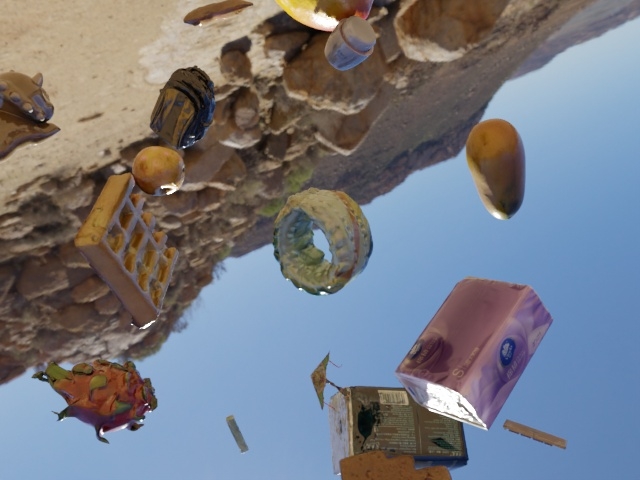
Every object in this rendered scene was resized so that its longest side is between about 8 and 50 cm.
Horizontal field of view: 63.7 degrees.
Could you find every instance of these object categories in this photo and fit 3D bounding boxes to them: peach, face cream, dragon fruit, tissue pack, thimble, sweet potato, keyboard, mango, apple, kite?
[{"bbox_3d":[-0.005,-0.612,1.096,0.289,0.307,0.289,-9,-144,7],"label":"peach"},{"bbox_3d":[0.061,-0.409,1.074,0.091,0.091,0.095,-33,180,-42],"label":"face cream"},{"bbox_3d":[-0.426,0.288,0.970,0.236,0.135,0.137,21,178,-13],"label":"dragon fruit"},{"bbox_3d":[0.255,0.638,1.736,0.417,0.264,0.253,4,149,-13],"label":"tissue pack"},{"bbox_3d":[0.000,0.000,1.405,0.254,0.288,0.167,-14,-171,38],"label":"thimble"},{"bbox_3d":[-0.304,-0.682,1.533,0.219,0.051,0.065,-12,-132,8],"label":"sweet potato"},{"bbox_3d":[0.602,0.546,1.449,0.166,0.017,0.055,12,-173,29],"label":"keyboard"},{"bbox_3d":[0.451,-0.186,1.314,0.139,0.254,0.175,-2,-150,31],"label":"mango"},{"bbox_3d":[0.369,0.253,1.253,0.338,0.160,0.242,-49,-157,-24],"label":"tissue pack"},{"bbox_3d":[-0.439,-0.184,1.399,0.147,0.146,0.146,-21,-167,5],"label":"apple"},{"bbox_3d":[0.030,0.465,1.696,0.006,0.197,0.244,13,174,-31],"label":"kite"}]

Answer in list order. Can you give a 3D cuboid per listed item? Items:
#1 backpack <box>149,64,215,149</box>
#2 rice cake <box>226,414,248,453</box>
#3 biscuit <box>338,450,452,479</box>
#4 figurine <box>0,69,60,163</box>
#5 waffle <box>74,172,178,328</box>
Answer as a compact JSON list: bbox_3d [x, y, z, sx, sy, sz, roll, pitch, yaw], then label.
[{"bbox_3d":[-0.437,-0.443,1.686,0.258,0.206,0.133,-56,177,33],"label":"backpack"},{"bbox_3d":[-0.211,0.492,1.307,0.022,0.121,0.021,-20,-154,-7],"label":"rice cake"},{"bbox_3d":[0.175,0.617,1.239,0.302,0.043,0.278,34,-120,20],"label":"biscuit"},{"bbox_3d":[-0.729,-0.290,1.172,0.177,0.172,0.247,26,-130,37],"label":"figurine"},{"bbox_3d":[-0.517,0.031,1.421,0.078,0.348,0.304,-12,-139,9],"label":"waffle"}]
